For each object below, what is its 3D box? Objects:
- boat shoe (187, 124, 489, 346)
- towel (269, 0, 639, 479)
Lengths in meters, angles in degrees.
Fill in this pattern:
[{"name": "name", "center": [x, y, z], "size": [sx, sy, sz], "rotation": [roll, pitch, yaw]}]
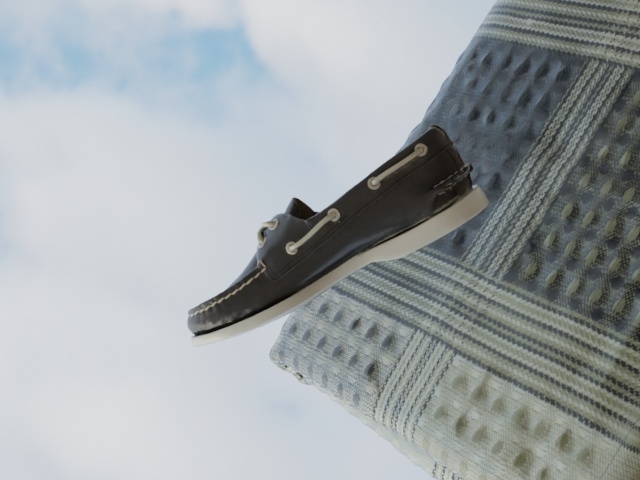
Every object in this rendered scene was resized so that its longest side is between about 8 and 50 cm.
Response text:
[{"name": "boat shoe", "center": [0.000, 0.000, 0.624], "size": [0.038, 0.125, 0.046], "rotation": [61, -161, -3]}, {"name": "towel", "center": [0.136, -0.014, 0.843], "size": [0.056, 0.324, 0.312], "rotation": [36, -95, -30]}]
